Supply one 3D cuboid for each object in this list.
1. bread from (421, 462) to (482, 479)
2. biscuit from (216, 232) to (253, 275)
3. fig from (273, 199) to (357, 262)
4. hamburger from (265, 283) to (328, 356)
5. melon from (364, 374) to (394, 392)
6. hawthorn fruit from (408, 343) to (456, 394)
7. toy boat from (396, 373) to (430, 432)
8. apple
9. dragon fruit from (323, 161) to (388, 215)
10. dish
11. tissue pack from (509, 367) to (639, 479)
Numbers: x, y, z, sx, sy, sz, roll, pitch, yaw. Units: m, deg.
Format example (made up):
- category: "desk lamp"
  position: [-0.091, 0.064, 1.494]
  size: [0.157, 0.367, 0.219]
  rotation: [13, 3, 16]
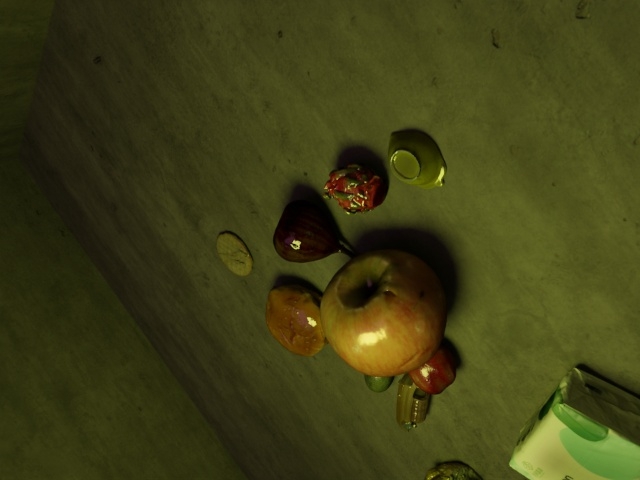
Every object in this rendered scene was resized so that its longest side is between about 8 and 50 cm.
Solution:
- category: "bread"
  position: [0.490, 0.960, 1.662]
  size: [0.176, 0.195, 0.246]
  rotation: [42, 133, 1]
- category: "biscuit"
  position: [-0.385, 0.063, 1.926]
  size: [0.220, 0.033, 0.220]
  rotation: [20, 127, 30]
- category: "fig"
  position: [0.000, 0.000, 1.508]
  size: [0.320, 0.217, 0.217]
  rotation: [22, 134, -9]
- category: "hamburger"
  position: [-0.090, 0.312, 1.750]
  size: [0.314, 0.170, 0.290]
  rotation: [26, 123, 26]
- category: "melon"
  position: [0.225, 0.510, 1.655]
  size: [0.114, 0.114, 0.167]
  rotation: [26, 131, 24]
- category: "hawthorn fruit"
  position: [0.361, 0.412, 1.456]
  size: [0.169, 0.169, 0.188]
  rotation: [-33, 94, 45]
- category: "toy boat"
  position: [0.350, 0.612, 1.633]
  size: [0.115, 0.089, 0.310]
  rotation: [16, 124, 28]
- category: "apple"
  position: [0.193, 0.229, 1.331]
  size: [0.391, 0.391, 0.346]
  rotation: [0, 136, 39]
- category: "dragon fruit"
  position: [0.103, -0.159, 1.326]
  size: [0.172, 0.160, 0.166]
  rotation: [26, 162, 27]
- category: "dish"
  position: [0.254, -0.214, 1.210]
  size: [0.208, 0.080, 0.149]
  rotation: [45, 135, 9]
- category: "tissue pack"
  position: [0.740, 0.568, 1.219]
  size: [0.266, 0.194, 0.356]
  rotation: [27, 130, 22]
